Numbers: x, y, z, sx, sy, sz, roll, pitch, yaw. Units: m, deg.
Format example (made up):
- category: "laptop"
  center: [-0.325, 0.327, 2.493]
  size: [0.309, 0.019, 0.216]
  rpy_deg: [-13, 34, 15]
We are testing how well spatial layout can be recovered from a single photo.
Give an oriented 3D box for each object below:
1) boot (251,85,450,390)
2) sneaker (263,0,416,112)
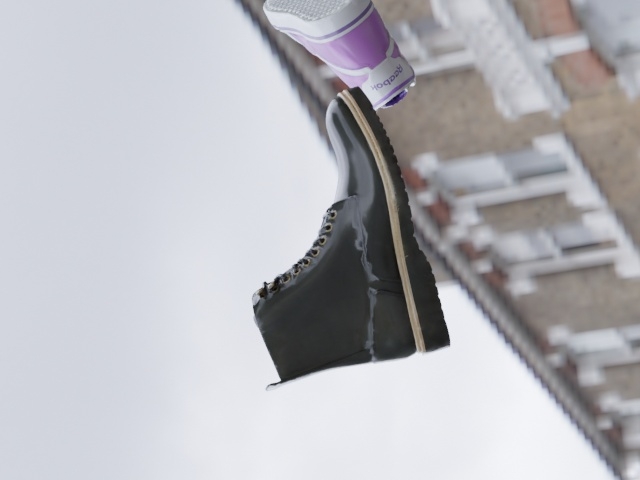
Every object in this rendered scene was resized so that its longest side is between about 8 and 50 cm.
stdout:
- category: "boot"
  center: [0.000, 0.000, 1.350]
  size: [0.077, 0.137, 0.198]
  rpy_deg: [76, 177, -78]
- category: "sneaker"
  center: [0.026, -0.222, 2.159]
  size: [0.161, 0.102, 0.282]
  rpy_deg: [52, -177, -23]
